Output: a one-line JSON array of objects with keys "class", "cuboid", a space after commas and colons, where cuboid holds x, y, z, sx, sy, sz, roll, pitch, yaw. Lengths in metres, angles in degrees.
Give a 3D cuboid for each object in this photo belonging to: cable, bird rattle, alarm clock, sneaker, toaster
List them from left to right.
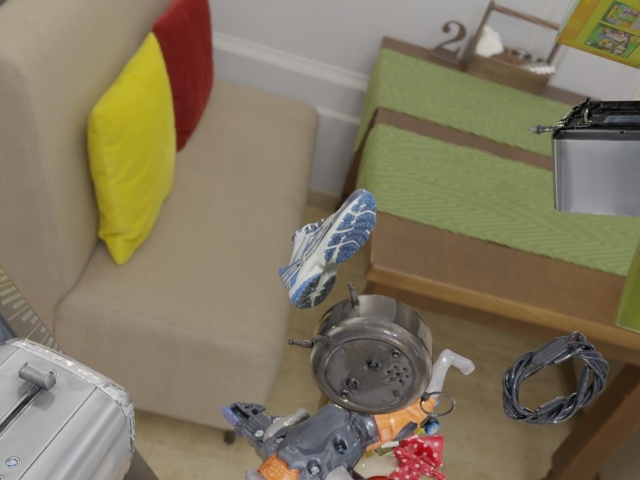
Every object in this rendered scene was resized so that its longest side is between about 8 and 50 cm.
[{"class": "toaster", "cuboid": [-0.218, 0.179, 0.496, 0.129, 0.227, 0.146, 24, 46, 7]}, {"class": "sneaker", "cuboid": [0.000, 0.000, 0.662, 0.052, 0.135, 0.058, 11, 31, -51]}, {"class": "alarm clock", "cuboid": [0.069, 0.136, 0.729, 0.192, 0.129, 0.064, 36, 29, -15]}, {"class": "bird rattle", "cuboid": [0.153, 0.489, 1.358, 0.207, 0.253, 0.143, -7, 44, 12]}, {"class": "cable", "cuboid": [0.389, 0.241, 1.147, 0.150, 0.184, 0.047, 48, 6, -25]}, {"class": "toaster", "cuboid": [0.367, -0.107, 0.826, 0.186, 0.110, 0.168, 5, 24, 30]}]

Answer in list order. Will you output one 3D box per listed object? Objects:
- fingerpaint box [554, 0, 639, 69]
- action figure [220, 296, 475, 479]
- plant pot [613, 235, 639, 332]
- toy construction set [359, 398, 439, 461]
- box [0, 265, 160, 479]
[{"class": "fingerpaint box", "cuboid": [0.527, -0.326, 0.812, 0.371, 0.163, 0.445, 22, -1, 9]}, {"class": "action figure", "cuboid": [-0.007, 0.233, 0.917, 0.341, 0.178, 0.330, 19, 51, 36]}, {"class": "plant pot", "cuboid": [0.583, -0.004, 0.970, 0.275, 0.293, 0.275, 7, 2, 0]}, {"class": "toy construction set", "cuboid": [0.147, 0.388, 1.430, 0.215, 0.327, 0.151, -22, 58, -15]}, {"class": "box", "cuboid": [-0.371, 0.226, 0.667, 0.293, 0.212, 0.395, -36, 100, -14]}]
